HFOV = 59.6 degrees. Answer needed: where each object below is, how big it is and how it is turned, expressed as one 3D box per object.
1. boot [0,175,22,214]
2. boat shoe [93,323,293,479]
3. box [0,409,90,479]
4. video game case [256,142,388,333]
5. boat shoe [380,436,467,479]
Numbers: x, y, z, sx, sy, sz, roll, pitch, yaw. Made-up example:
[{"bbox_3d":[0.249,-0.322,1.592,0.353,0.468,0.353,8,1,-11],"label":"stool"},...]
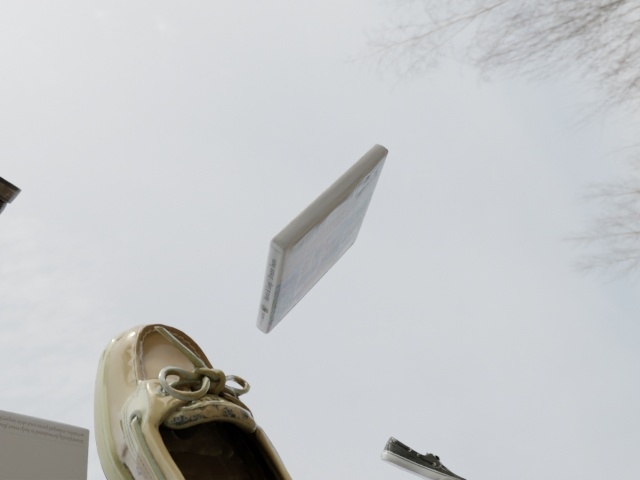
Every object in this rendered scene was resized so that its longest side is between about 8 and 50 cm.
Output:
[{"bbox_3d":[-0.600,-0.031,0.843,0.229,0.262,0.091,-60,-25,-12],"label":"boot"},{"bbox_3d":[-0.057,0.145,0.340,0.104,0.285,0.089,12,-60,-47],"label":"boat shoe"},{"bbox_3d":[-0.386,0.313,0.662,0.181,0.118,0.182,45,-153,-51],"label":"box"},{"bbox_3d":[0.000,0.000,0.525,0.019,0.143,0.157,35,-126,14],"label":"video game case"},{"bbox_3d":[0.165,0.349,0.871,0.049,0.142,0.040,76,-144,-60],"label":"boat shoe"}]
